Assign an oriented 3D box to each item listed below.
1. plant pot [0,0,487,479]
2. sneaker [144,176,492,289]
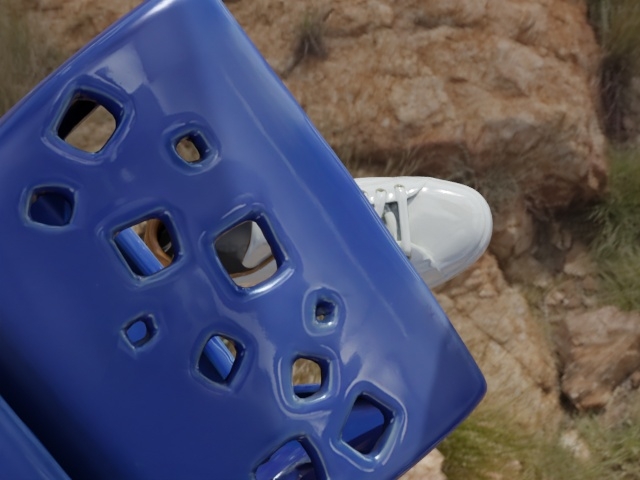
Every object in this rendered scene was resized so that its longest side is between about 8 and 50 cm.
[{"bbox_3d":[-0.107,0.057,0.437,0.212,0.236,0.236,-44,103,-32],"label":"plant pot"},{"bbox_3d":[0.000,0.000,0.745,0.290,0.123,0.106,-7,80,1],"label":"sneaker"}]
